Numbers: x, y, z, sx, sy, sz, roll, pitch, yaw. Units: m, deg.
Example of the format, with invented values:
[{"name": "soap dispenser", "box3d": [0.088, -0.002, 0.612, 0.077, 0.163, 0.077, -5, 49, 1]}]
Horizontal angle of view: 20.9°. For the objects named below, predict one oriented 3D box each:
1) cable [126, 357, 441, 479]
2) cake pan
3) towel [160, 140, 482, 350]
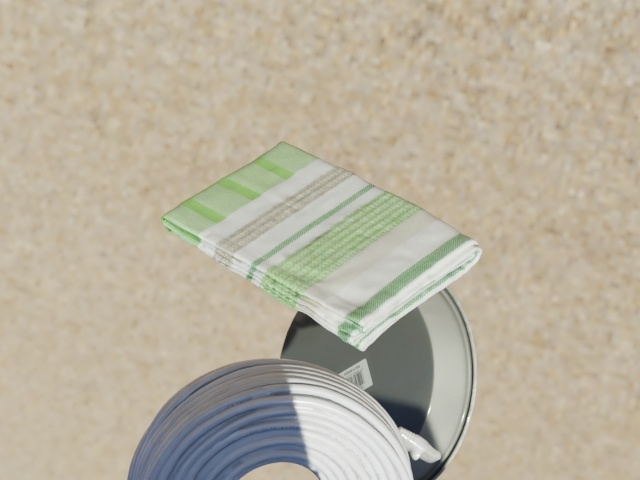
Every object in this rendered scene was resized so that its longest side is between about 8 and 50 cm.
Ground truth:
[{"name": "cable", "box3d": [-0.043, 0.232, 1.551, 0.257, 0.257, 0.089, 41, -171, -22]}, {"name": "cake pan", "box3d": [0.056, 0.162, 2.044, 0.293, 0.293, 0.054, -2, 171, 44]}, {"name": "towel", "box3d": [0.000, 0.000, 0.986, 0.152, 0.113, 0.023, 29, 133, 31]}]
